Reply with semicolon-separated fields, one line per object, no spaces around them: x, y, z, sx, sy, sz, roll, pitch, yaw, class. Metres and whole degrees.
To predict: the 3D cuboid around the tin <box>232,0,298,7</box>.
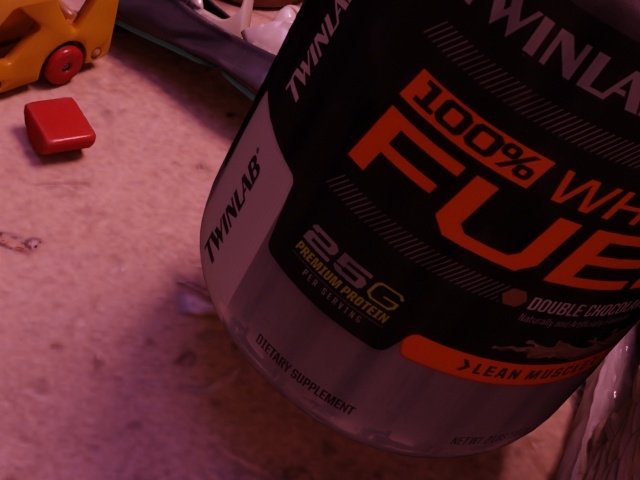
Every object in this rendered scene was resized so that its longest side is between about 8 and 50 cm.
-0.086;-0.226;0.968;0.189;0.040;0.106;27;38;7;tin

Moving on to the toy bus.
-0.212;-0.142;0.776;0.191;0.104;0.202;11;42;-11;toy bus

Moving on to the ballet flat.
-0.048;-0.126;0.843;0.203;0.074;0.074;33;43;14;ballet flat

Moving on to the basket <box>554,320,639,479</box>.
0.314;0.075;0.643;0.331;0.266;0.328;25;42;7;basket

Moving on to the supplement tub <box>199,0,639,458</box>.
0.094;-0.076;0.577;0.207;0.338;0.207;16;44;-16;supplement tub
